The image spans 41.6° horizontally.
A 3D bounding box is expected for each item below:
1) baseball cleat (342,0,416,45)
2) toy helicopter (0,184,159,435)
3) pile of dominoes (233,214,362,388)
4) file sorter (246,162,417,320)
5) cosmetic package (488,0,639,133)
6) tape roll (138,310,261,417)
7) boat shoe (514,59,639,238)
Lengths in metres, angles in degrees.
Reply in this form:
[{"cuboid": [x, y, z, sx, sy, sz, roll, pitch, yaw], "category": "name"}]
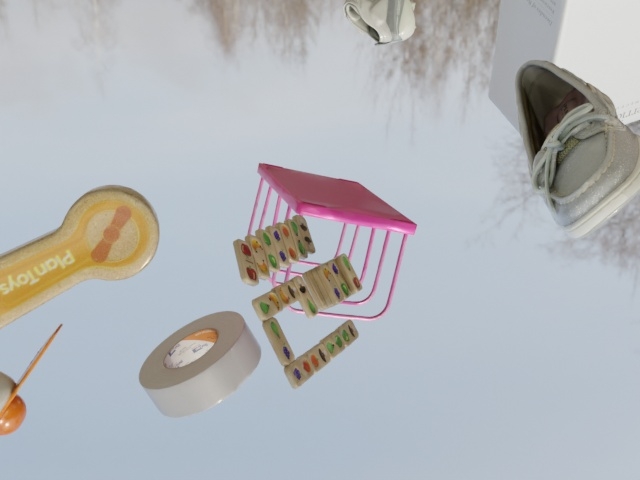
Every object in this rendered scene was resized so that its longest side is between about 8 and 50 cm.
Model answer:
[{"cuboid": [0.074, -0.390, 1.240, 0.109, 0.206, 0.072, -21, 180, -24], "category": "baseball cleat"}, {"cuboid": [-0.295, 0.070, 0.738, 0.355, 0.235, 0.140, -27, -166, 0], "category": "toy helicopter"}, {"cuboid": [-0.015, 0.062, 1.092, 0.040, 0.196, 0.251, -27, 179, 22], "category": "pile of dominoes"}, {"cuboid": [0.000, 0.000, 1.454, 0.202, 0.182, 0.290, 9, -166, -19], "category": "file sorter"}, {"cuboid": [0.397, -0.364, 1.209, 0.230, 0.453, 0.161, -19, -128, -11], "category": "cosmetic package"}, {"cuboid": [-0.220, 0.223, 1.541, 0.219, 0.072, 0.219, -23, -157, 11], "category": "tape roll"}, {"cuboid": [0.259, -0.107, 0.884, 0.103, 0.118, 0.320, 36, -150, -11], "category": "boat shoe"}]
